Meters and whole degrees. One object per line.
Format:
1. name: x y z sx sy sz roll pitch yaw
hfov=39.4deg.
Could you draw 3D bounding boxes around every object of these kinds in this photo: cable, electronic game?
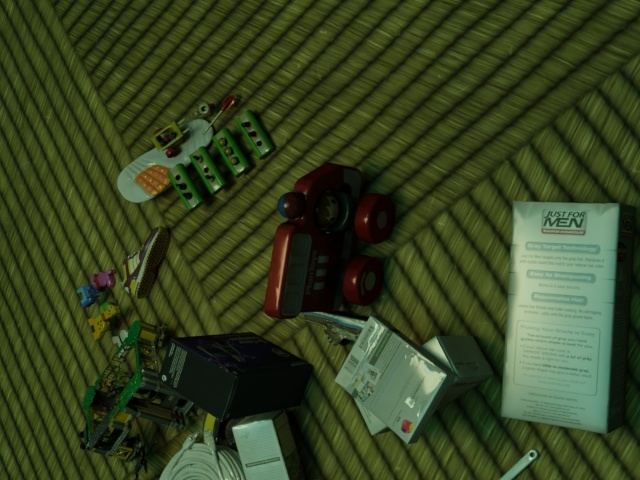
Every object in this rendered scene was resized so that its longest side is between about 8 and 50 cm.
1. cable: -0.244 0.560 1.892 0.257 0.089 0.257 -46 59 21
2. electronic game: -0.166 0.428 1.939 0.229 0.048 0.230 -2 86 34

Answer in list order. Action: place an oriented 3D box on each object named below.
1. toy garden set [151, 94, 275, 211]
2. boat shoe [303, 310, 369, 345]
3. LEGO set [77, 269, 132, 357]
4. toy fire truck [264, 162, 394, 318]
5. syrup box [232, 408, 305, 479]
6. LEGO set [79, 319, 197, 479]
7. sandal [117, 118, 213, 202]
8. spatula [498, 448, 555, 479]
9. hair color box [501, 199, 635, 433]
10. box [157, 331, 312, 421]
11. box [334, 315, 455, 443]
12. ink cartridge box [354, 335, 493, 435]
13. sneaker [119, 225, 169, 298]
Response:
1. toy garden set: -0.253 -0.216 1.983 0.244 0.049 0.204 -36 74 13
2. boat shoe: 0.041 0.179 1.802 0.183 0.066 0.066 10 95 34
3. LEGO set: -0.511 0.164 2.158 0.093 0.087 0.227 -34 71 28
4. toy fire truck: 0.000 0.000 1.724 0.169 0.253 0.302 12 95 33
5. syrup box: -0.095 0.474 1.826 0.096 0.093 0.237 -15 90 16
6. LEGO set: -0.393 0.364 2.052 0.331 0.192 0.255 -57 31 14
7. sandal: -0.347 -0.176 2.080 0.265 0.076 0.102 -36 77 5
8. spatula: 0.346 0.500 1.613 0.242 0.019 0.168 -51 62 21
9. hair color box: 0.422 0.122 1.524 0.185 0.113 0.375 3 90 33
10. box: -0.169 0.270 1.820 0.184 0.261 0.103 27 102 31
11. box: 0.128 0.242 1.572 0.186 0.038 0.145 36 105 35
12. ink cartridge box: 0.190 0.264 1.645 0.212 0.154 0.093 -37 66 27
13. sneaker: -0.425 0.042 2.116 0.083 0.069 0.186 29 103 26
